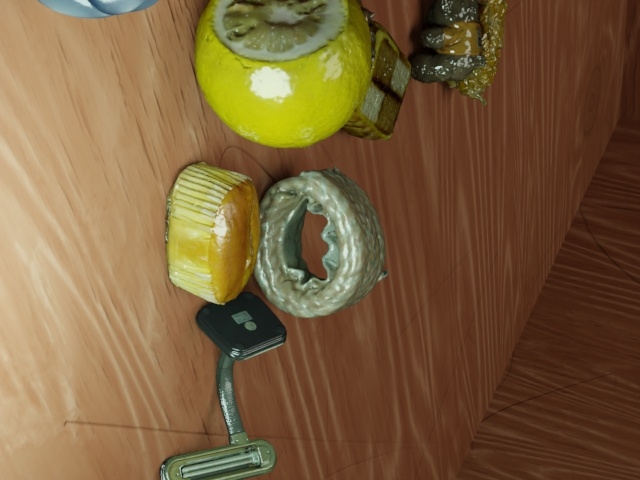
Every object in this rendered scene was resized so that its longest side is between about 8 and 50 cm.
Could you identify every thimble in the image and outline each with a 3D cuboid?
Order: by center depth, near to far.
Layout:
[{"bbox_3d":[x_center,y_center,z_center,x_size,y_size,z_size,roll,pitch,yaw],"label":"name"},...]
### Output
[{"bbox_3d":[-0.004,0.006,1.778,0.148,0.196,0.229,-12,84,-67],"label":"thimble"}]

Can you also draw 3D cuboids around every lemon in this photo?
[{"bbox_3d":[-0.047,-0.233,1.487,0.219,0.240,0.240,82,31,-56],"label":"lemon"}]

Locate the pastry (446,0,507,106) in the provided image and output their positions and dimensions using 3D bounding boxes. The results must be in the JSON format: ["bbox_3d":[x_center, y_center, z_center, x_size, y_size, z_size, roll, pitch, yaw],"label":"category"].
[{"bbox_3d":[0.335,-0.422,2.385,0.154,0.102,0.250,-10,113,-63],"label":"pastry"}]

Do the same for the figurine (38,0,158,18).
[{"bbox_3d":[-0.231,-0.349,1.068,0.175,0.197,0.265,-30,110,-57],"label":"figurine"}]

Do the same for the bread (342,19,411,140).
[{"bbox_3d":[0.080,-0.276,1.919,0.222,0.096,0.181,28,80,-66],"label":"bread"}]

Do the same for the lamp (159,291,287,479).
[{"bbox_3d":[-0.164,0.237,1.688,0.203,0.124,0.283,-16,123,-40],"label":"lamp"}]

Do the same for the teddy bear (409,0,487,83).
[{"bbox_3d":[0.265,-0.415,2.212,0.177,0.140,0.190,-25,118,-57],"label":"teddy bear"}]

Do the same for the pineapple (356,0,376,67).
[{"bbox_3d":[0.012,-0.285,1.686,0.166,0.166,0.193,-57,152,-36],"label":"pineapple"}]

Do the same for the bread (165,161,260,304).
[{"bbox_3d":[-0.146,-0.008,1.558,0.132,0.114,0.190,-43,146,-55],"label":"bread"}]
